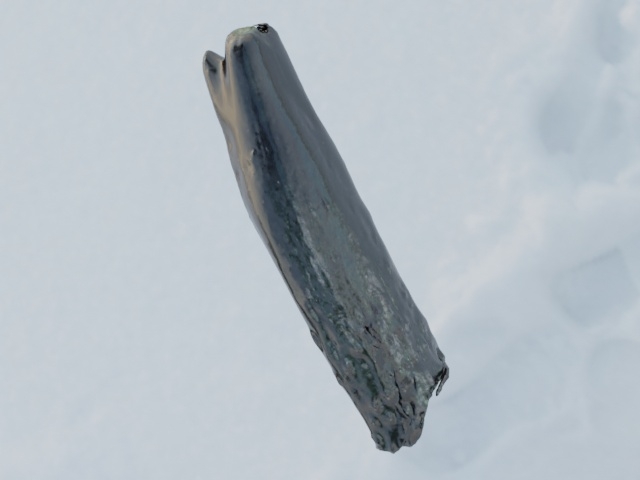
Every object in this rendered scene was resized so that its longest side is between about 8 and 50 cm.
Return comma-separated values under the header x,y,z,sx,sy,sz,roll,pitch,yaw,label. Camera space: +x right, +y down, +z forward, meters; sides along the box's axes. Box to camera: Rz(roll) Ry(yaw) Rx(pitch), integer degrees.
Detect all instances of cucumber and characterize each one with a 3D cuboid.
x,y,z,sx,sy,sz,roll,pitch,yaw,label
-0.001,0.001,0.470,0.033,0.034,0.135,-21,105,37,cucumber
